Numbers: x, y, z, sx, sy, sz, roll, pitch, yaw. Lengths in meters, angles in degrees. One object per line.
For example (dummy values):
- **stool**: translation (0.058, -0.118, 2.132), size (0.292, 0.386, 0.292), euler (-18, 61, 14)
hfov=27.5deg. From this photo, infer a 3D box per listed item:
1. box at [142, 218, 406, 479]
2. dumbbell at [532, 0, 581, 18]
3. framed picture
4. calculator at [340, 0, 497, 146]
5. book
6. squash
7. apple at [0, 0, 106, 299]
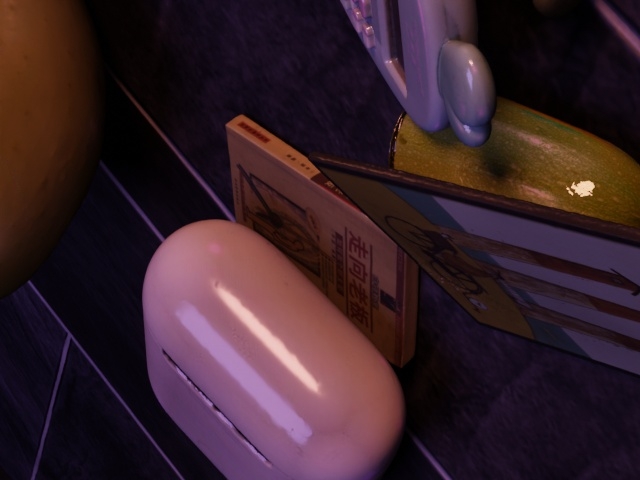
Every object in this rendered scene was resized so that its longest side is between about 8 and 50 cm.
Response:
- **box**: translation (-0.054, 0.143, 1.271), size (0.289, 0.141, 0.349), euler (46, 158, 14)
- **dumbbell**: translation (0.115, -0.184, 0.804), size (0.118, 0.052, 0.046), euler (39, -179, 27)
- **framed picture**: translation (0.161, 0.033, 0.890), size (0.323, 0.013, 0.244), euler (18, 162, 50)
- **calculator**: translation (0.044, -0.176, 0.841), size (0.186, 0.041, 0.299), euler (79, 166, -53)
- **book**: translation (0.000, 0.000, 1.197), size (0.231, 0.026, 0.161), euler (35, 145, 32)
- **squash**: translation (0.143, -0.044, 0.873), size (0.188, 0.095, 0.095), euler (23, 137, 40)
- **apple**: translation (-0.429, -0.129, 1.299), size (0.473, 0.473, 0.474), euler (37, 146, 30)
